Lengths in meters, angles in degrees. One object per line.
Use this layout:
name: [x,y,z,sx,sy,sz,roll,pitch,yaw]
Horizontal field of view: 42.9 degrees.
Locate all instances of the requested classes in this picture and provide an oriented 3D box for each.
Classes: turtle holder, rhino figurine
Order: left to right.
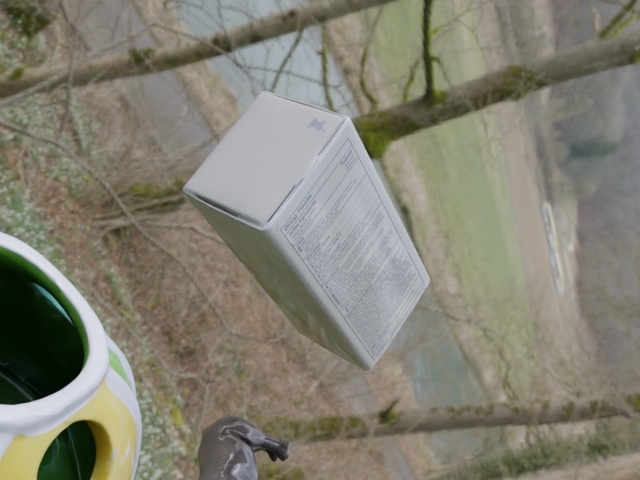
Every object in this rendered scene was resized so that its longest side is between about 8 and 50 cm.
turtle holder: [-0.218,0.140,0.486,0.243,0.227,0.320,1,47,-43]
rhino figurine: [-0.099,0.298,0.927,0.243,0.106,0.073,-86,-158,-55]

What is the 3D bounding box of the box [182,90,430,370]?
box: [0.000,0.000,0.891,0.148,0.121,0.311,-53,143,-17]
